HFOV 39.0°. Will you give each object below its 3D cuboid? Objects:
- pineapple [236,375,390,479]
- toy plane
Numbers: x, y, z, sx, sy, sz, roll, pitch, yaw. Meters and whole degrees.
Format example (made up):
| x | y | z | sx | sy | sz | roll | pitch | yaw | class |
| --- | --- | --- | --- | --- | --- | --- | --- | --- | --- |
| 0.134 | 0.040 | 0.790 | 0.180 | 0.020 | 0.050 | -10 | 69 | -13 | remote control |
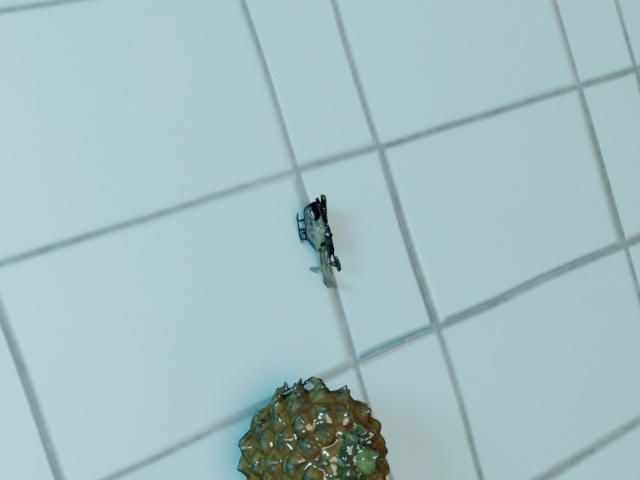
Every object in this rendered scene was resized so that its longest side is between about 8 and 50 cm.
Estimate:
| x | y | z | sx | sy | sz | roll | pitch | yaw | class |
| --- | --- | --- | --- | --- | --- | --- | --- | --- | --- |
| 0.003 | 0.228 | 0.970 | 0.166 | 0.193 | 0.166 | 7 | 79 | -35 | pineapple |
| 0.000 | 0.000 | 1.073 | 0.031 | 0.049 | 0.120 | -19 | 112 | -29 | toy plane |
